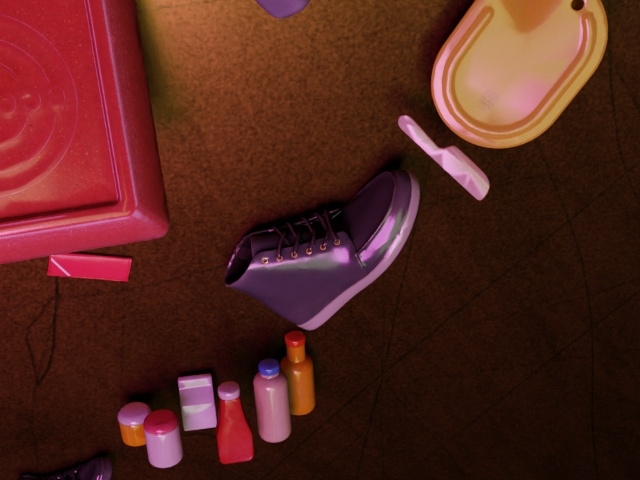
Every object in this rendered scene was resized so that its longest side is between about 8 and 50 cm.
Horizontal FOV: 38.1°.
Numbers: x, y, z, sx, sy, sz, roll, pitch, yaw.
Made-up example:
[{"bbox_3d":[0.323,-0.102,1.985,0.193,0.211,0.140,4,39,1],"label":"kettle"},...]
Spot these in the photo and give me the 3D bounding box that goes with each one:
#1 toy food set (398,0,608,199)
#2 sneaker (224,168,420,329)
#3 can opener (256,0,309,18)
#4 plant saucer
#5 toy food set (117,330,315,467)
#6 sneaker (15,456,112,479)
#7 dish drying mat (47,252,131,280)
[{"bbox_3d":[0.174,-0.163,0.885,0.128,0.071,0.218,35,114,-6],"label":"toy food set"},{"bbox_3d":[0.000,0.000,0.956,0.118,0.083,0.222,25,120,-28],"label":"sneaker"},{"bbox_3d":[-0.122,-0.278,0.717,0.095,0.076,0.283,-13,139,42],"label":"can opener"},{"bbox_3d":[-0.262,-0.105,0.722,0.259,0.048,0.259,-10,102,-13],"label":"plant saucer"},{"bbox_3d":[-0.118,0.181,1.059,0.232,0.111,0.104,-6,117,-7],"label":"toy food set"},{"bbox_3d":[-0.340,0.316,1.149,0.089,0.051,0.170,28,121,-35],"label":"sneaker"},{"bbox_3d":[-0.242,0.028,0.972,0.083,0.008,0.032,6,125,-17],"label":"dish drying mat"}]
